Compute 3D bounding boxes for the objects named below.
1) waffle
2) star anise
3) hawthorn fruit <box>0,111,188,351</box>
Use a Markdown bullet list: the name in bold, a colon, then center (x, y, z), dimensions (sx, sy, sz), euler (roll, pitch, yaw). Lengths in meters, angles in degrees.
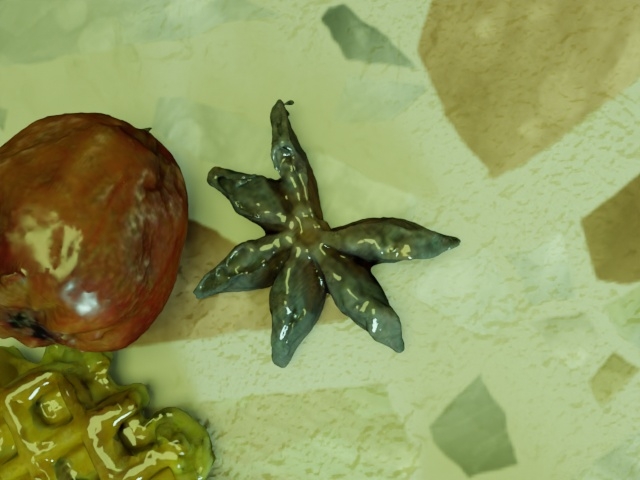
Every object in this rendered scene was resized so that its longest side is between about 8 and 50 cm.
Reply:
- **waffle**: center (-0.217, 0.238, 0.550), dimensions (0.302, 0.068, 0.325), euler (15, 90, 11)
- **star anise**: center (-0.013, 0.011, 0.531), dimensions (0.208, 0.063, 0.172), euler (41, 95, 10)
- **hawthorn fruit**: center (-0.185, -0.007, 0.513), dimensions (0.173, 0.173, 0.179), euler (-1, 87, 10)
